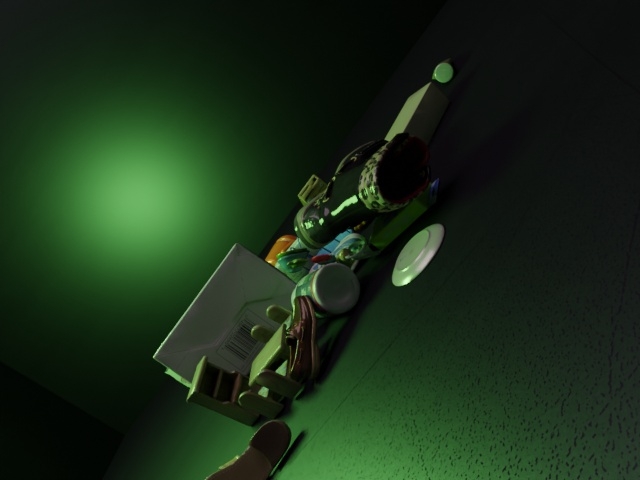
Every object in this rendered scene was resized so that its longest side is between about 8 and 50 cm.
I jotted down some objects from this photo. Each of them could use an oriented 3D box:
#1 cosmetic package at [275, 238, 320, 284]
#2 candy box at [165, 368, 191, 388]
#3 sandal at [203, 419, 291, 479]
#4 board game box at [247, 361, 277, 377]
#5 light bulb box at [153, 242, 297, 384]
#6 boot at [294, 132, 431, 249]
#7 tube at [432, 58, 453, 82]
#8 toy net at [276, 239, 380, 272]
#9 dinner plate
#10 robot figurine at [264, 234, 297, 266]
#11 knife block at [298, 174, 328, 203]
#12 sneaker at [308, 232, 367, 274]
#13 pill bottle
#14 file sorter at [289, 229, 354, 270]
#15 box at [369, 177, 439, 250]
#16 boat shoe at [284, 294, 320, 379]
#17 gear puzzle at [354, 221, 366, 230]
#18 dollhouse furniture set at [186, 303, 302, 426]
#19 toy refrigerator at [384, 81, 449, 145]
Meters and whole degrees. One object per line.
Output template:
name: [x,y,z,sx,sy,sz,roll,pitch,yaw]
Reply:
cosmetic package: [-0.046,0.037,1.591,0.239,0.098,0.060,-50,11,22]
candy box: [-0.472,0.472,1.867,0.196,0.164,0.070,-49,11,21]
sandal: [-0.133,0.422,0.869,0.240,0.088,0.079,-47,-21,-3]
board game box: [-0.136,0.313,1.293,0.186,0.026,0.126,-52,10,10]
light bulb box: [-0.238,0.217,1.378,0.358,0.225,0.361,-54,1,-5]
boot: [0.129,-0.145,1.077,0.377,0.138,0.284,-44,11,-35]
tube: [0.424,-0.587,1.677,0.069,0.062,0.240,-4,21,12]
toy net: [0.026,0.026,1.044,0.232,0.045,0.122,-10,-12,-19]
dinner plate: [0.175,0.022,0.899,0.141,0.017,0.141,-52,9,12]
robot figurine: [-0.127,0.068,1.769,0.128,0.158,0.220,3,45,28]
knife block: [-0.015,-0.142,1.673,0.088,0.275,0.242,-54,40,-2]
sneaker: [0.032,0.070,1.194,0.211,0.080,0.081,-51,8,20]
pill bottle: [0.003,0.120,1.082,0.108,0.107,0.180,-59,11,-26]
file sorter: [0.000,0.000,1.414,0.170,0.104,0.118,-54,21,15]
box: [0.184,-0.066,1.074,0.178,0.042,0.109,-46,13,38]
boat shoe: [-0.041,0.189,0.976,0.064,0.060,0.178,119,150,-52]
gear puzzle: [0.155,-0.148,1.448,0.175,0.044,0.339,-42,16,47]
dollhouse furniture set: [-0.161,0.276,1.072,0.242,0.160,0.212,-53,18,26]
toy refrigerator: [0.268,-0.317,1.385,0.102,0.094,0.270,-25,30,55]
